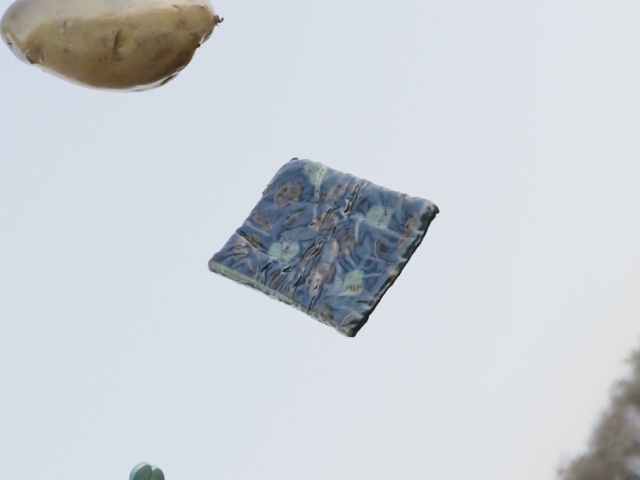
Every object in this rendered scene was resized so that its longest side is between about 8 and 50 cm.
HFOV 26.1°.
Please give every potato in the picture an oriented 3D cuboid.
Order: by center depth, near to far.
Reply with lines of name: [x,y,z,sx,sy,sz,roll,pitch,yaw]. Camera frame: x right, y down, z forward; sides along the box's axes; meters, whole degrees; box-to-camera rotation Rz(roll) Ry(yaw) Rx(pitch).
potato: [-0.231,-0.232,1.544,0.234,0.161,0.128,-24,-31,-32]

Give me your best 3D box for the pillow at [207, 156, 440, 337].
pillow: [0.002,-0.001,1.612,0.189,0.255,0.034,-54,-44,-16]

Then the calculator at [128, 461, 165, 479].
calculator: [-0.277,0.421,1.774,0.295,0.042,0.184,-63,-27,-20]
